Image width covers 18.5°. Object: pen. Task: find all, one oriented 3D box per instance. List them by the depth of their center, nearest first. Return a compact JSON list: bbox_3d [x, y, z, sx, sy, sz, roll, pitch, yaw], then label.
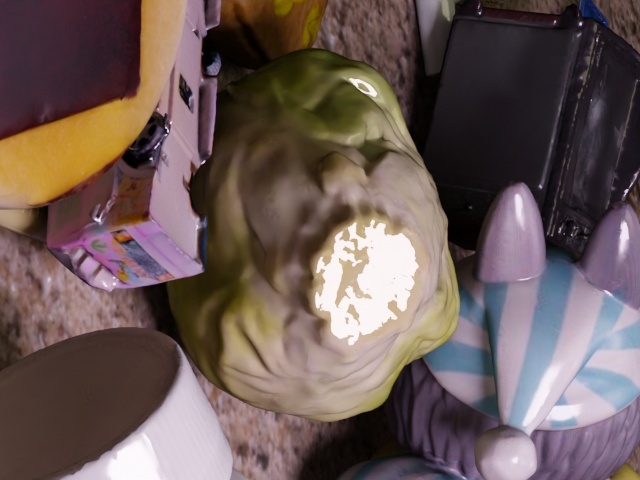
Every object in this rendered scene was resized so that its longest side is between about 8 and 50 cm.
[{"bbox_3d":[-0.192,-0.011,1.479,0.233,0.032,0.040,26,38,-58],"label":"pen"}]

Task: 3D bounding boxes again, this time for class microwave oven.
[{"bbox_3d":[0.220,-0.105,2.017,0.178,0.188,0.247,23,79,-57],"label":"microwave oven"}]

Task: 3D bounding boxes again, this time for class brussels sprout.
[{"bbox_3d":[-0.003,0.007,1.572,0.317,0.242,0.274,-113,-155,-49],"label":"brussels sprout"}]

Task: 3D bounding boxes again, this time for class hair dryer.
[{"bbox_3d":[0.152,-0.256,2.132,0.183,0.044,0.155,-9,94,-64],"label":"hair dryer"}]

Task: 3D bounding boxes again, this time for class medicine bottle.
[{"bbox_3d":[-0.115,0.264,1.370,0.211,0.211,0.371,-55,131,-50],"label":"medicine bottle"}]

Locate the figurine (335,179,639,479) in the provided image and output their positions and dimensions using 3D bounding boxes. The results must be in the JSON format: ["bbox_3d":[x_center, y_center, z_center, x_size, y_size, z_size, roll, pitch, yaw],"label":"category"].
[{"bbox_3d":[0.130,0.114,1.716,0.361,0.266,0.378,-37,133,-40],"label":"figurine"}]

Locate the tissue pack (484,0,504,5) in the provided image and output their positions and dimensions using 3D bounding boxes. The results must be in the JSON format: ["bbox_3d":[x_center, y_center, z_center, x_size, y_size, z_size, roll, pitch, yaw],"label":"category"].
[{"bbox_3d":[0.210,-0.379,2.181,0.183,0.092,0.226,71,25,-18],"label":"tissue pack"}]

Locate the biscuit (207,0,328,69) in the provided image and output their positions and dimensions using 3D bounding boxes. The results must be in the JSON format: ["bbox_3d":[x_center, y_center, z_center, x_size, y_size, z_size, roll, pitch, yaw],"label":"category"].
[{"bbox_3d":[-0.035,-0.346,1.702,0.350,0.070,0.394,48,48,-67],"label":"biscuit"}]

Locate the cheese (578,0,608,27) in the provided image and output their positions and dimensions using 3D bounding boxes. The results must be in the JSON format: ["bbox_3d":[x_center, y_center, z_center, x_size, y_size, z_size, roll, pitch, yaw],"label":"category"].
[{"bbox_3d":[0.320,-0.166,2.375,0.177,0.069,0.270,40,51,-51],"label":"cheese"}]

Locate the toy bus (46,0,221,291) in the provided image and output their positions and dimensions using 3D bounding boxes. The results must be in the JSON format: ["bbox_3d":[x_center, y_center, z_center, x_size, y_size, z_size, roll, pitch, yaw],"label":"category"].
[{"bbox_3d":[-0.137,-0.099,1.472,0.090,0.112,0.274,47,35,-47],"label":"toy bus"}]

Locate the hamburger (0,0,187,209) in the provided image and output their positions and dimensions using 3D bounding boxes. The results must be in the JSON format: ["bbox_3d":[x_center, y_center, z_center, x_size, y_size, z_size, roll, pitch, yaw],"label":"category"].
[{"bbox_3d":[-0.222,-0.160,1.288,0.302,0.170,0.302,-29,129,-43],"label":"hamburger"}]
